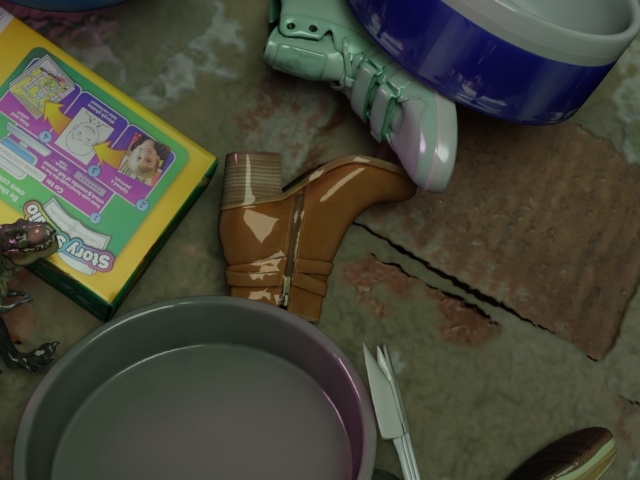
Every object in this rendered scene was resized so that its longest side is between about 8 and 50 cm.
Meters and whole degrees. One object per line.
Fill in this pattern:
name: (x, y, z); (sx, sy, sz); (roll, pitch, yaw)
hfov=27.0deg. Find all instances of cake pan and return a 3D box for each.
cake pan: (-0.100, 0.175, 1.087); (0.293, 0.054, 0.293); (-2, 50, 2)

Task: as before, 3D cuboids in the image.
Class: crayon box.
crayon box: (-0.251, -0.076, 1.163); (0.278, 0.081, 0.165); (35, 71, -3)

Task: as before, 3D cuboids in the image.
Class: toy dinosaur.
toy dinosaur: (-0.297, 0.092, 1.108); (0.268, 0.064, 0.118); (-43, 113, 4)

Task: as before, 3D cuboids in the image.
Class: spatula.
spatula: (0.075, 0.204, 1.137); (0.019, 0.168, 0.242); (-14, 83, 4)

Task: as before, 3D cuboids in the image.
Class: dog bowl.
dog bowl: (0.156, -0.229, 1.225); (0.265, 0.104, 0.264); (21, 36, -16)

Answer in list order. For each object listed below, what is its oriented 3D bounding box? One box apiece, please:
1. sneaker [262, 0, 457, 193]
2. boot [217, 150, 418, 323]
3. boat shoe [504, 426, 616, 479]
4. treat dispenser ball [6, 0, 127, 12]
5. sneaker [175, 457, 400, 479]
sneaker: (0.027, -0.136, 1.212); (0.151, 0.094, 0.255); (-4, 49, -18)
boot: (0.000, 0.000, 1.220); (0.197, 0.073, 0.152); (1, 84, -16)
boat shoe: (0.199, 0.246, 1.208); (0.190, 0.068, 0.072); (-34, 98, -10)
treat dispenser ball: (-0.220, -0.339, 1.130); (0.288, 0.288, 0.288); (3, 75, -13)
sneaker: (-0.027, 0.250, 1.107); (0.228, 0.130, 0.087); (6, 117, -14)
